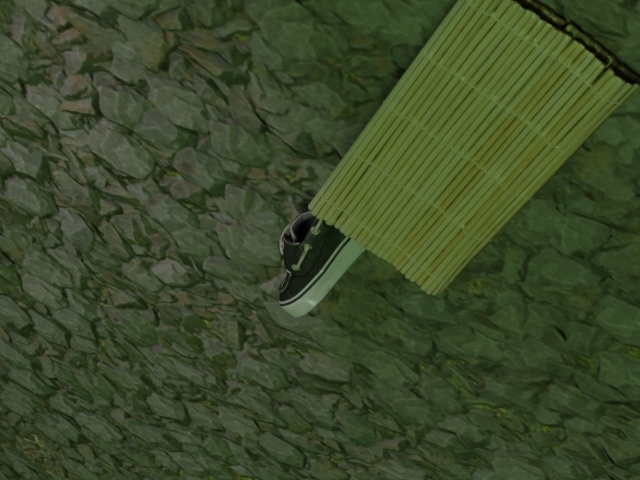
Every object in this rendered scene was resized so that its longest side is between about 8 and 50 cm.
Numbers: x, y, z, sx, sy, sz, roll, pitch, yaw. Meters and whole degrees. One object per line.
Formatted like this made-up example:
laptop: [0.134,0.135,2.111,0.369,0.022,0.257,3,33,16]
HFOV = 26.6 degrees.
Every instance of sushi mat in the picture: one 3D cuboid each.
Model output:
sushi mat: [0.115,-0.076,1.123,0.151,0.019,0.316,33,137,-4]

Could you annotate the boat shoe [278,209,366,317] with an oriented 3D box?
boat shoe: [0.000,0.000,1.324,0.070,0.077,0.219,32,140,-6]
